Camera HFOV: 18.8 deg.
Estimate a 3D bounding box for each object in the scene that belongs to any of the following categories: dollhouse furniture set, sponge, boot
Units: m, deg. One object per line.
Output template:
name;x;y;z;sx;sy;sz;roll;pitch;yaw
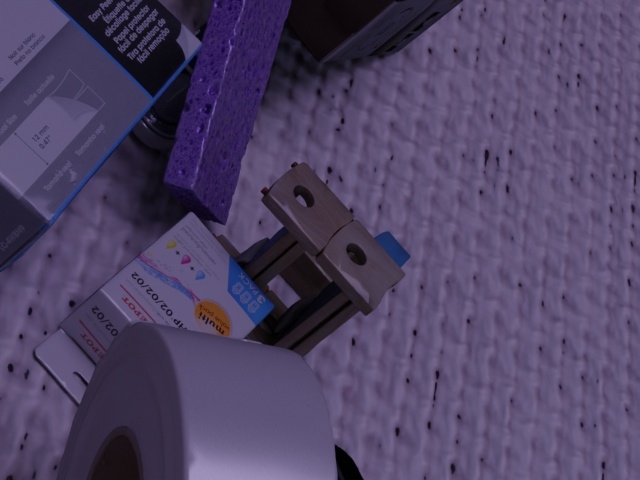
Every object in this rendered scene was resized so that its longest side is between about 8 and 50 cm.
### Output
dollhouse furniture set;0.000;0.000;1.618;0.129;0.129;0.184;49;38;-2
sponge;-0.076;-0.127;1.598;0.117;0.031;0.210;53;51;-71
boot;-0.101;-0.154;1.683;0.069;0.086;0.190;43;37;-10

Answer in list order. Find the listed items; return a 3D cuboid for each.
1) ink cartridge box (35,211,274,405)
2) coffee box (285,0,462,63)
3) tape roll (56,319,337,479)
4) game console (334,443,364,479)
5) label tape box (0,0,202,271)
ink cartridge box;-0.125;0.067;1.488;0.104;0.061;0.181;48;37;-2
coffee box;0.031;-0.269;1.819;0.168;0.119;0.297;53;17;3
tape roll;-0.091;0.196;1.216;0.100;0.286;0.286;11;50;-21
game console;0.022;0.232;1.360;0.213;0.044;0.361;64;4;19
label tape box;-0.291;-0.177;1.460;0.348;0.115;0.249;45;45;-11
